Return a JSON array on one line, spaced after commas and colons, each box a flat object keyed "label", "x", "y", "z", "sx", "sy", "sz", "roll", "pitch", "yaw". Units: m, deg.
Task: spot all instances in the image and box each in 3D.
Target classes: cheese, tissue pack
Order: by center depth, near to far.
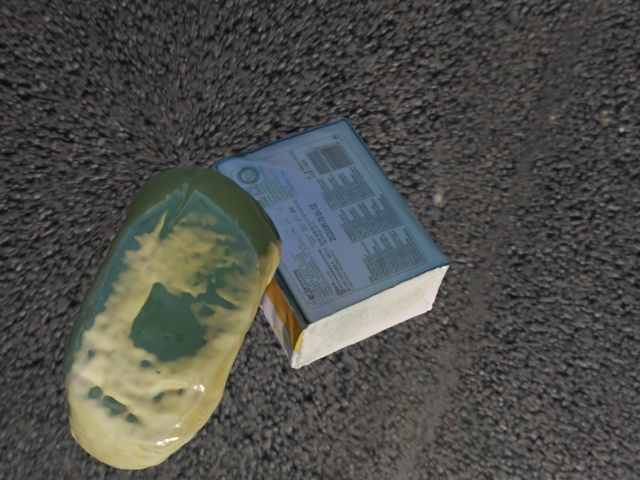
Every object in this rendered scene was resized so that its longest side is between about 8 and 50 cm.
[{"label": "cheese", "x": -0.117, "y": 0.056, "z": 0.655, "sx": 0.117, "sy": 0.214, "sz": 0.226, "roll": 27, "pitch": 85, "yaw": -8}, {"label": "tissue pack", "x": 0.000, "y": 0.000, "z": 0.959, "sx": 0.185, "sy": 0.124, "sz": 0.225, "roll": -22, "pitch": 63, "yaw": -20}]
